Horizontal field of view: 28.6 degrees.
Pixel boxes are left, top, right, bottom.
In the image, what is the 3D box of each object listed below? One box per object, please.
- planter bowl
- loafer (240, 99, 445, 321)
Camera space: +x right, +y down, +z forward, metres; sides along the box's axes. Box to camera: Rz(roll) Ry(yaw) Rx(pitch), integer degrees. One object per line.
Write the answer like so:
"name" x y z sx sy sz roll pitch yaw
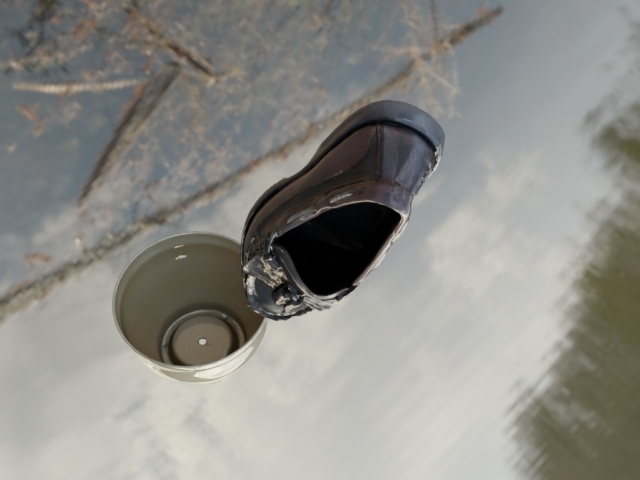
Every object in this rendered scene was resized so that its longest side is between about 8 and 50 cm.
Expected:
"planter bowl" -0.129 0.087 1.315 0.162 0.162 0.109 -38 153 -21
"loafer" 0.000 0.000 1.046 0.302 0.109 0.095 -49 -158 51
